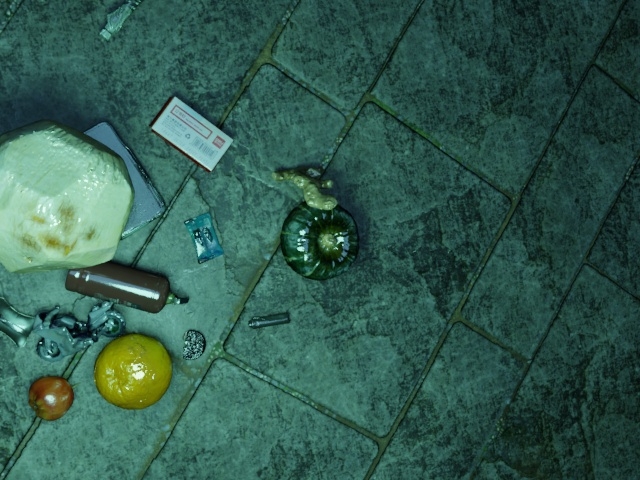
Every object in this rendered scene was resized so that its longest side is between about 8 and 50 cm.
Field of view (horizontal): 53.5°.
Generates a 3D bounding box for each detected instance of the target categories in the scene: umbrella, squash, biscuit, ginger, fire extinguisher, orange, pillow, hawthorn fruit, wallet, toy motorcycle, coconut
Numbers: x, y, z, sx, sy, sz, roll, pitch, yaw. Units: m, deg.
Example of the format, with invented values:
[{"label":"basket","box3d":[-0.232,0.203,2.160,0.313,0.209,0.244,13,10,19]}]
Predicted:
[{"label":"umbrella","box3d":[-0.160,0.251,1.987,0.133,0.031,0.036,-7,67,-15]},{"label":"squash","box3d":[0.000,0.000,1.955,0.252,0.165,0.252,-1,93,-17]},{"label":"biscuit","box3d":[-0.390,0.318,1.926,0.089,0.027,0.087,-42,102,-10]},{"label":"ginger","box3d":[-0.021,-0.169,1.923,0.149,0.258,0.065,-23,130,-34]},{"label":"fire extinguisher","box3d":[-0.547,0.134,1.834,0.337,0.135,0.114,17,90,-10]},{"label":"orange","box3d":[-0.528,0.371,1.802,0.219,0.193,0.219,8,111,22]},{"label":"pillow","box3d":[-0.870,0.229,1.781,0.135,0.055,0.091,35,50,-16]},{"label":"hawthorn fruit","box3d":[-0.749,0.440,1.783,0.140,0.125,0.125,-12,94,-13]},{"label":"umbrella","box3d":[-0.577,-0.666,1.849,0.050,0.046,0.188,40,86,-20]},{"label":"wallet","box3d":[-0.598,-0.177,1.851,0.172,0.045,0.318,-34,100,-9]},{"label":"toy motorcycle","box3d":[-0.692,0.241,1.787,0.270,0.106,0.159,-24,110,5]},{"label":"coconut","box3d":[-0.696,-0.089,1.651,0.415,0.344,0.416,0,90,6]}]

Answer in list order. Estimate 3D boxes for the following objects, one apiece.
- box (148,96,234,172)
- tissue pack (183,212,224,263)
[{"label":"box","box3d":[-0.388,-0.318,1.903,0.229,0.050,0.123,35,80,-13]},{"label":"tissue pack","box3d":[-0.355,-0.006,1.931,0.085,0.028,0.138,-21,100,-14]}]
